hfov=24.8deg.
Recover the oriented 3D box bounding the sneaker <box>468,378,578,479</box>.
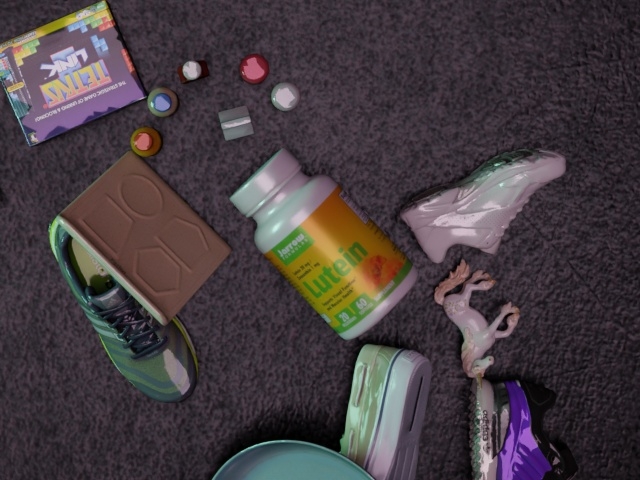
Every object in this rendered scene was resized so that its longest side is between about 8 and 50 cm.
[{"bbox_3d":[0.278,0.331,1.974,0.146,0.102,0.293,-1,95,-4],"label":"sneaker"}]

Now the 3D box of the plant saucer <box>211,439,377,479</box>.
[{"bbox_3d":[-0.013,0.409,1.937,0.317,0.044,0.317,7,106,24],"label":"plant saucer"}]

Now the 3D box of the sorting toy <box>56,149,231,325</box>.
[{"bbox_3d":[-0.228,-0.003,1.885,0.193,0.208,0.038,45,126,-5],"label":"sorting toy"}]

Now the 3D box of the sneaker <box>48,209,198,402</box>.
[{"bbox_3d":[-0.265,0.092,1.916,0.111,0.121,0.300,-35,95,1],"label":"sneaker"}]

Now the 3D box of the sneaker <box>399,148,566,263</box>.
[{"bbox_3d":[0.230,-0.044,1.959,0.232,0.090,0.115,-24,102,8],"label":"sneaker"}]

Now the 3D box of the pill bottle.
[{"bbox_3d":[0.000,0.000,1.916,0.136,0.136,0.245,-43,95,1],"label":"pill bottle"}]

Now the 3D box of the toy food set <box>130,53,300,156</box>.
[{"bbox_3d":[-0.142,-0.183,1.909,0.232,0.104,0.111,-14,95,-2],"label":"toy food set"}]

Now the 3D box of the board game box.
[{"bbox_3d":[-0.332,-0.220,1.925,0.170,0.048,0.141,-24,94,-1],"label":"board game box"}]

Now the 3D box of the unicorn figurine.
[{"bbox_3d":[0.214,0.114,1.973,0.111,0.060,0.162,-38,67,-2],"label":"unicorn figurine"}]

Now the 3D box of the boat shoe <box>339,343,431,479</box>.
[{"bbox_3d":[0.074,0.285,1.973,0.094,0.109,0.302,17,97,30],"label":"boat shoe"}]
